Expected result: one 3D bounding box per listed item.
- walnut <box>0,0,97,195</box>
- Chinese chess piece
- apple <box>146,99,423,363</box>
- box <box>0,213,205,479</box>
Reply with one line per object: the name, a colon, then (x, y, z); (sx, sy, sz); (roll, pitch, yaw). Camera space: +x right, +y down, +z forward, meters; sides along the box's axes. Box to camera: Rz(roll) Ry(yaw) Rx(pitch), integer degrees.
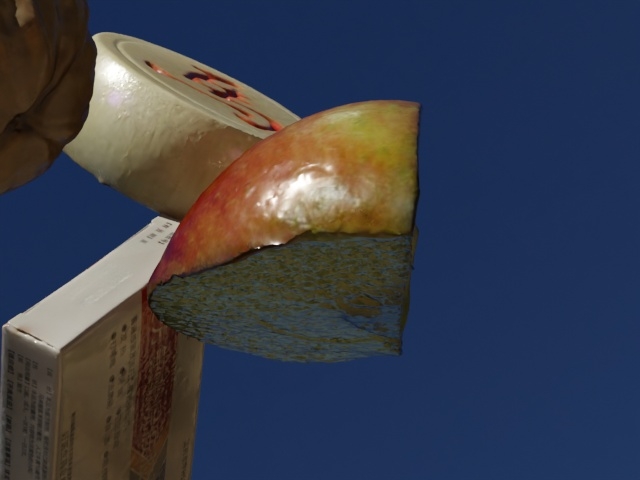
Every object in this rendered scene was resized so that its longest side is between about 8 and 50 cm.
walnut: (-0.249, -0.125, 1.187); (0.213, 0.213, 0.213); (-19, -41, -17)
Chinese chess piece: (-0.116, -0.092, 1.689); (0.273, 0.273, 0.102); (15, -75, -43)
apple: (0.000, 0.000, 1.422); (0.254, 0.179, 0.346); (-45, -13, -12)
box: (-0.186, 0.175, 1.588); (0.214, 0.069, 0.353); (-39, -33, -48)
